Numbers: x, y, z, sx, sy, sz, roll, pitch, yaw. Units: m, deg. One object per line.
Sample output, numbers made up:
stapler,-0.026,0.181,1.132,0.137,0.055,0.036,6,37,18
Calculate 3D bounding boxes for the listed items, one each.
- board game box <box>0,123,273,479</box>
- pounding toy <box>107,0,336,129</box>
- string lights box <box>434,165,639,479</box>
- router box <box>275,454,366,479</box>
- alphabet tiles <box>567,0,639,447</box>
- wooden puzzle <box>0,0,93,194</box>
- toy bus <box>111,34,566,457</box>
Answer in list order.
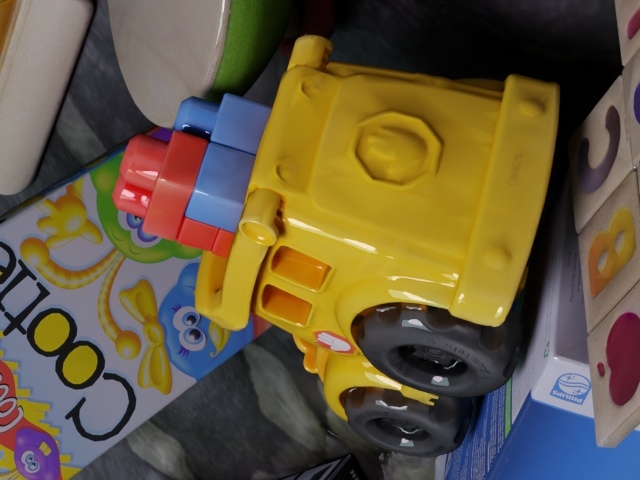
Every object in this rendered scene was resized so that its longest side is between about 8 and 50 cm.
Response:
board game box,-0.154,0.045,1.120,0.144,0.275,0.142,-22,101,51
pounding toy,-0.039,-0.177,0.996,0.183,0.110,0.236,152,113,-63
string lights box,0.120,0.099,0.981,0.077,0.133,0.259,15,137,-3
router box,-0.013,0.325,1.291,0.243,0.081,0.308,-23,101,33
alphabet tiles,0.183,-0.069,0.732,0.011,0.285,0.342,11,144,-17
wooden puzzle,-0.268,-0.166,1.265,0.239,0.044,0.221,44,141,12
toy bus,0.000,0.000,0.950,0.211,0.149,0.220,15,152,-2
